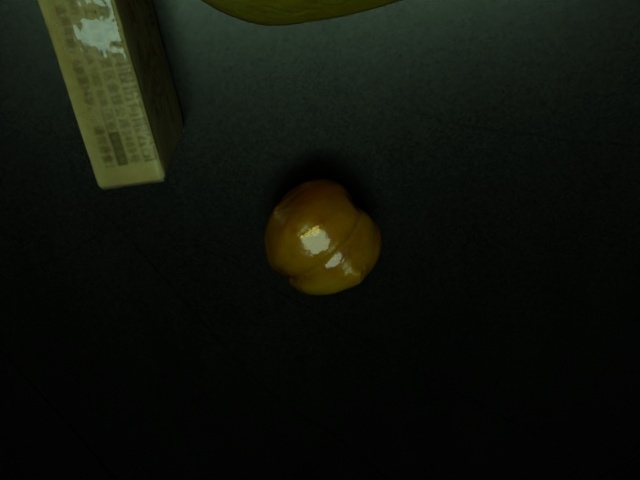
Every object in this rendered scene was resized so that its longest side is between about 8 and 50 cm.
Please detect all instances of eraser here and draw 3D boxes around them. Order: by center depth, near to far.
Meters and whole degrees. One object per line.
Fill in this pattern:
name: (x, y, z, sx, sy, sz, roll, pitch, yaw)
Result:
eraser: (-0.221, -0.230, 0.889, 0.078, 0.144, 0.343, -8, 121, 5)

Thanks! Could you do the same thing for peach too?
peach: (0.000, 0.000, 1.049, 0.138, 0.138, 0.138, -1, 122, -1)

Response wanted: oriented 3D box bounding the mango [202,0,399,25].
mango: (0.007, -0.314, 0.852, 0.332, 0.142, 0.195, -12, 126, -3)
